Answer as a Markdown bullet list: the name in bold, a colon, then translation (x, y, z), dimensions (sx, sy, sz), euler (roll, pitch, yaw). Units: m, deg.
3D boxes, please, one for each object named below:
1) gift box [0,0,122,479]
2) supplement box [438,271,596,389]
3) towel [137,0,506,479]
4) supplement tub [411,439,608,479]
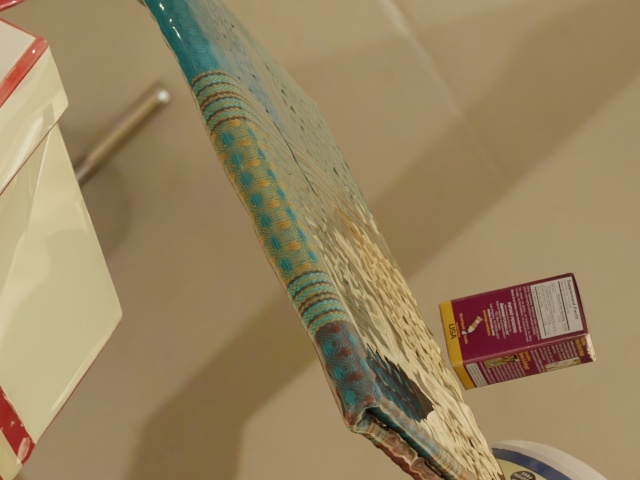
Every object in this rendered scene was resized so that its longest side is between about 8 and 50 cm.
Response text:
- **gift box**: translation (-0.222, 0.009, 0.762), dimensions (0.276, 0.258, 0.255), euler (20, 64, 16)
- **supplement box**: translation (0.118, 0.055, 1.130), dimensions (0.055, 0.083, 0.043), euler (60, 19, -65)
- **towel**: translation (0.000, 0.000, 1.158), dimensions (0.271, 0.040, 0.370), euler (44, 17, -55)
- **supplement tub**: translation (0.063, 0.294, 1.246), dimensions (0.325, 0.235, 0.235), euler (-26, 80, -40)
